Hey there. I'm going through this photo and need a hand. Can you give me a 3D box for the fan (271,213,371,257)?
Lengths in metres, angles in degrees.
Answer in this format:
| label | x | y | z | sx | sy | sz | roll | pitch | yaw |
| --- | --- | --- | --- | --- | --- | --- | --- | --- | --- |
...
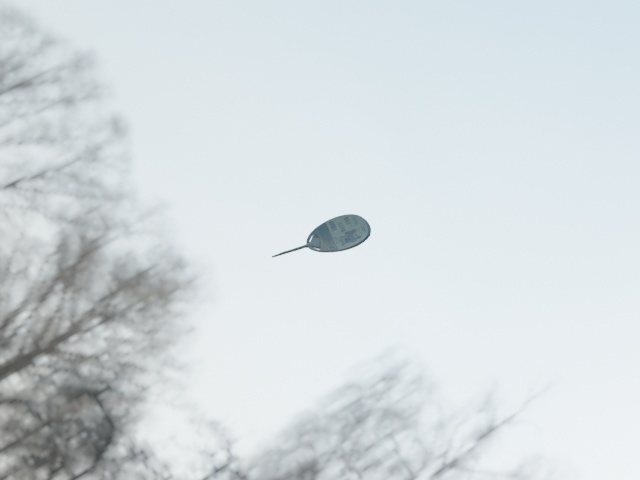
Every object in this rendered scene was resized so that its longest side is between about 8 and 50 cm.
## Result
| label | x | y | z | sx | sy | sz | roll | pitch | yaw |
| --- | --- | --- | --- | --- | --- | --- | --- | --- | --- |
| fan | 0.008 | 0.000 | 1.042 | 0.060 | 0.080 | 0.003 | 18 | -46 | 49 |
